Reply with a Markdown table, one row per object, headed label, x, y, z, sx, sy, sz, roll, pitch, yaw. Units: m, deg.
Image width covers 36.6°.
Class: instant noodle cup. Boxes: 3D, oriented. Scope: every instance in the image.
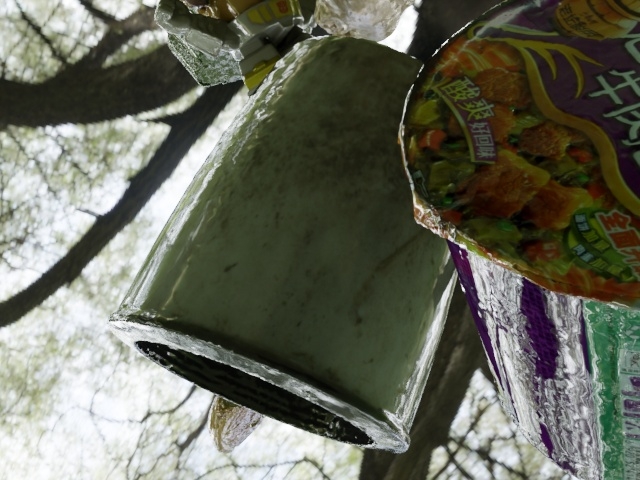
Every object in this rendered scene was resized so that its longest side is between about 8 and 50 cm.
| label | x | y | z | sx | sy | sz | roll | pitch | yaw |
| --- | --- | --- | --- | --- | --- | --- | --- | --- | --- |
| instant noodle cup | 0.176 | 0.002 | 0.488 | 0.251 | 0.190 | 0.251 | -9 | -137 | 8 |

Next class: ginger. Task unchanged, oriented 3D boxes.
| label | x | y | z | sx | sy | sz | roll | pitch | yaw |
| --- | --- | --- | --- | --- | --- | --- | --- | --- | --- |
| ginger | 0.049 | -0.306 | 1.164 | 0.074 | 0.137 | 0.213 | 47 | 180 | 15 |

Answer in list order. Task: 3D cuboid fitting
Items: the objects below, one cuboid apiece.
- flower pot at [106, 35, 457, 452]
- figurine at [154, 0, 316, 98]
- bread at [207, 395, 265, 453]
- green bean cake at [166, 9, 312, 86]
| label | x | y | z | sx | sy | sz | roll | pitch | yaw |
| --- | --- | --- | --- | --- | --- | --- | --- | --- | --- |
| flower pot | 0.000 | 0.000 | 0.924 | 0.294 | 0.293 | 0.330 | 26 | -109 | -8 |
| figurine | -0.100 | -0.333 | 1.377 | 0.308 | 0.143 | 0.308 | 26 | -136 | -28 |
| bread | -0.116 | 0.248 | 1.364 | 0.054 | 0.136 | 0.154 | 41 | -150 | 25 |
| green bean cake | -0.141 | -0.426 | 1.775 | 0.250 | 0.247 | 0.156 | -19 | -124 | -29 |
